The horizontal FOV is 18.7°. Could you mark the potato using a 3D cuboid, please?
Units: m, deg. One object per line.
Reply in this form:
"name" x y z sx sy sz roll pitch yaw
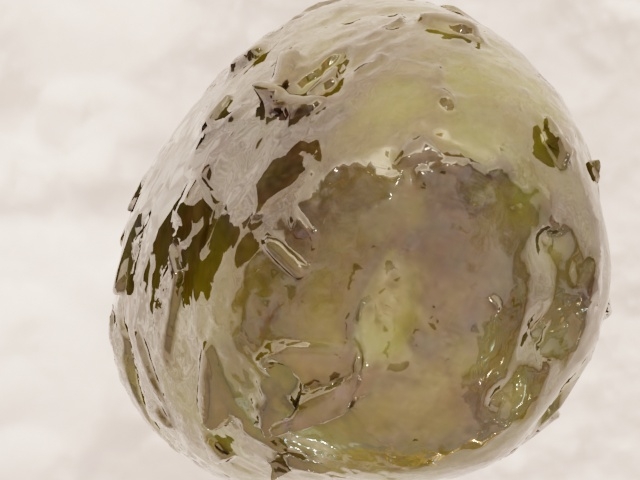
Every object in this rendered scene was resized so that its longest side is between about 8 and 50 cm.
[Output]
"potato" 0.000 0.000 0.559 0.113 0.251 0.149 27 91 -19
